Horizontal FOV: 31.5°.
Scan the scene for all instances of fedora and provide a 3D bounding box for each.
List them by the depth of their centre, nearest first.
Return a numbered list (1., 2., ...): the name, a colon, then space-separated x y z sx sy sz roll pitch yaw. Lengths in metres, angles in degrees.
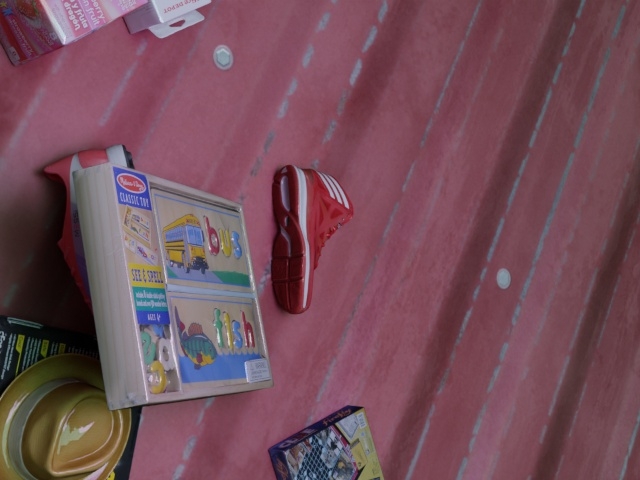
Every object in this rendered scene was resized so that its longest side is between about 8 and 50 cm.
1. fedora: -0.298 0.231 1.362 0.194 0.079 0.194 3 86 -38

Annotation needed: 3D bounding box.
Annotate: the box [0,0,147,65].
1. box: -0.364 -0.388 1.396 0.142 0.154 0.300 -37 108 -33

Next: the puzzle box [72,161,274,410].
1. puzzle box: -0.169 0.063 1.419 0.409 0.052 0.272 13 65 -72

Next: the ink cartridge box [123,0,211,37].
1. ink cartridge box: -0.225 -0.350 1.541 0.092 0.090 0.143 -31 107 -35

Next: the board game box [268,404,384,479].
1. board game box: 0.027 0.395 1.724 0.165 0.042 0.243 -22 101 -37

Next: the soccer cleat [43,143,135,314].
1. soccer cleat: -0.272 0.036 1.447 0.116 0.108 0.318 -10 78 -8

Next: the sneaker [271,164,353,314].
1. sneaker: 0.000 0.000 1.700 0.128 0.087 0.221 3 87 -36

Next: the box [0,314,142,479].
1. box: -0.361 0.264 1.409 0.257 0.079 0.322 17 77 -38
